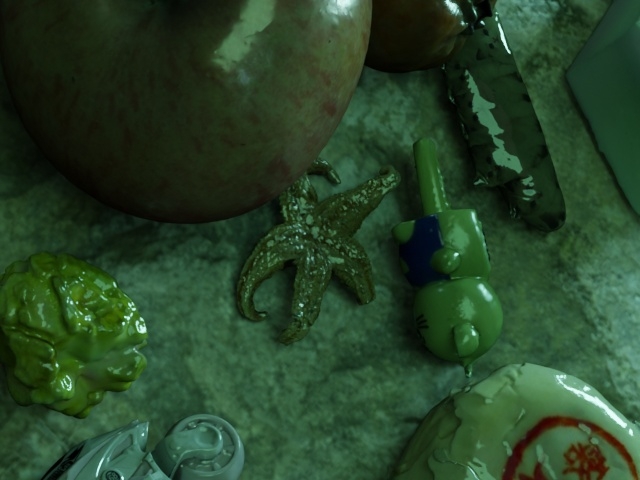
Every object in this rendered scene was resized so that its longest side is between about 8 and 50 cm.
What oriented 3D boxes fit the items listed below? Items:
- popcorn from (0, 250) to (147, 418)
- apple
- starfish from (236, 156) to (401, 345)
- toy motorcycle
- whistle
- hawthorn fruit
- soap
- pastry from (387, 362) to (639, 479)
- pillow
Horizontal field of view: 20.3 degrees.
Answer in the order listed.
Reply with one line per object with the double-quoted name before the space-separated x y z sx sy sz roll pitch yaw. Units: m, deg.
"popcorn" -0.213 0.076 1.465 0.126 0.125 0.145 -51 144 0
"apple" -0.110 -0.187 1.482 0.344 0.269 0.345 1 84 -10
"starfish" 0.005 -0.002 1.628 0.209 0.053 0.150 -42 101 -29
"toy motorcycle" -0.178 0.213 1.472 0.254 0.112 0.112 -28 90 -29
"whistle" 0.114 0.016 1.652 0.085 0.105 0.227 -13 80 3
"hawthorn fruit" 0.054 -0.278 1.657 0.251 0.199 0.199 40 63 4
"soap" 0.470 -0.225 1.844 0.446 0.156 0.261 -27 89 -28
"pastry" 0.185 0.237 1.609 0.265 0.133 0.265 7 71 -21
"pillow" 0.167 -0.117 1.733 0.093 0.051 0.241 -14 84 -33
